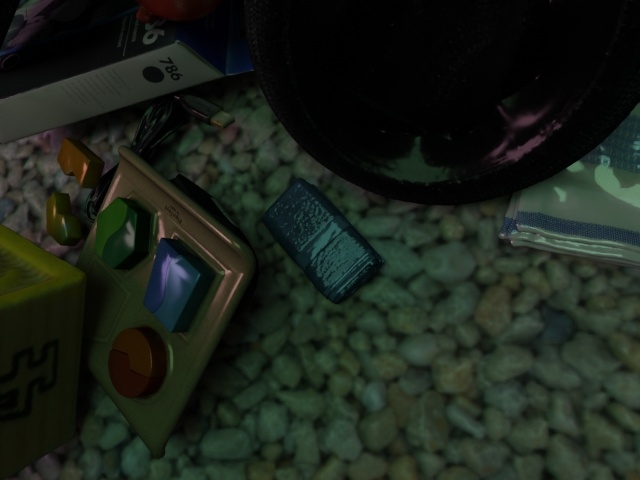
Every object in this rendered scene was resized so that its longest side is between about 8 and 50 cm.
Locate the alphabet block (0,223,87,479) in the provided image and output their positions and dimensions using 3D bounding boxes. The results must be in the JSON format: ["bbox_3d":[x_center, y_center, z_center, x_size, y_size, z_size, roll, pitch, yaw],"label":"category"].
[{"bbox_3d":[-0.351,0.105,0.495,0.192,0.193,0.197,23,114,21],"label":"alphabet block"}]

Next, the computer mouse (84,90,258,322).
[{"bbox_3d":[-0.122,-0.040,0.568,0.262,0.060,0.184,36,94,31],"label":"computer mouse"}]

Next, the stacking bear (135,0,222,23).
[{"bbox_3d":[-0.088,-0.330,0.524,0.175,0.164,0.289,-4,50,58],"label":"stacking bear"}]

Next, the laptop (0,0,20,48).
[{"bbox_3d":[-0.236,-0.311,0.555,0.234,0.136,0.265,-8,77,53],"label":"laptop"}]

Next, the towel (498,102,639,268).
[{"bbox_3d":[0.289,-0.111,0.474,0.209,0.034,0.285,13,82,18],"label":"towel"}]

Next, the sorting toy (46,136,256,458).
[{"bbox_3d":[-0.207,0.029,0.541,0.307,0.041,0.229,36,109,32],"label":"sorting toy"}]

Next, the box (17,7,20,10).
[{"bbox_3d":[-0.434,-0.249,0.685,0.101,0.087,0.101,-8,77,15],"label":"box"}]

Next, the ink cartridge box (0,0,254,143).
[{"bbox_3d":[-0.220,-0.223,0.609,0.332,0.065,0.165,-12,57,13],"label":"ink cartridge box"}]

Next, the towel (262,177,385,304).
[{"bbox_3d":[0.000,0.000,0.537,0.067,0.029,0.119,-43,71,4],"label":"towel"}]

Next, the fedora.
[{"bbox_3d":[0.102,-0.190,0.436,0.333,0.334,0.153,6,46,17],"label":"fedora"}]
